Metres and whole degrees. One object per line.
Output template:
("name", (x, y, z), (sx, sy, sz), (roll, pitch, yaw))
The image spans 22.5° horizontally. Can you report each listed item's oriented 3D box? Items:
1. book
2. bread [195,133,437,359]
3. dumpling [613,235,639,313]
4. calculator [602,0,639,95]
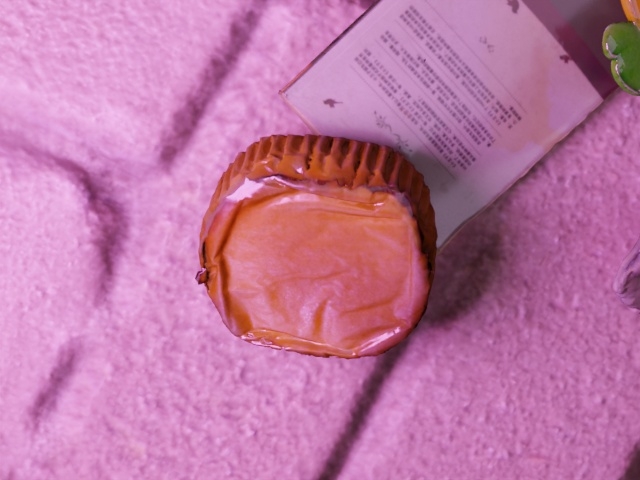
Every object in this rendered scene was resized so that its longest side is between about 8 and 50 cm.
("book", (0.134, -0.150, 1.358), (0.289, 0.026, 0.201), (-41, 104, 5))
("bread", (0.000, -0.001, 1.333), (0.199, 0.104, 0.199), (3, 119, 5))
("dumpling", (0.347, -0.003, 1.365), (0.247, 0.142, 0.172), (-19, 143, -17))
("calculator", (0.330, -0.211, 1.343), (0.235, 0.032, 0.146), (-37, 104, -6))
